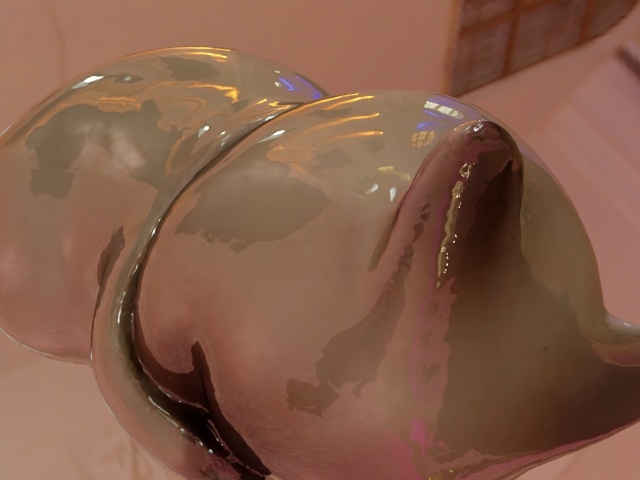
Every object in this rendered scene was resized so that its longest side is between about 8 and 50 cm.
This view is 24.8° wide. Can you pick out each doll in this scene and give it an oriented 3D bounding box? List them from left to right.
[{"bbox_3d":[-0.026,0.015,0.717,0.215,0.226,0.370,50,-11,-32],"label":"doll"}]
